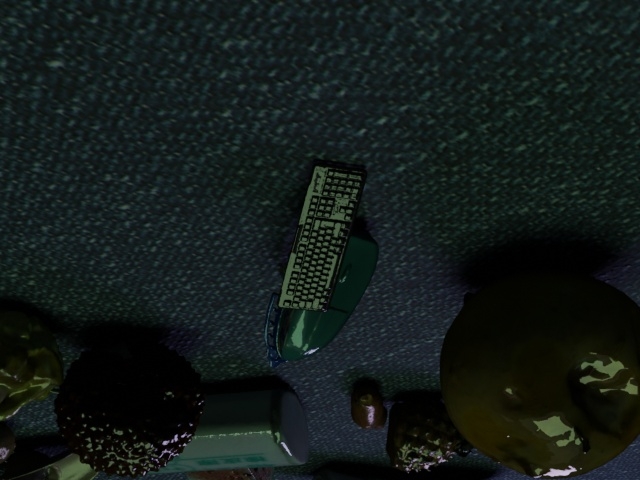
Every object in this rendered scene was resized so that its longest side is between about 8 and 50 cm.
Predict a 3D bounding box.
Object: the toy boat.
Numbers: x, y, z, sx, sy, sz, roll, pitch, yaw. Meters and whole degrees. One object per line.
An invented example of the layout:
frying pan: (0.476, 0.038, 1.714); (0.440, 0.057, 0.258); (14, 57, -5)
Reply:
toy boat: (-0.015, 0.050, 0.938); (0.091, 0.110, 0.175); (17, 105, -34)

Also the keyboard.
keyboard: (0.000, 0.000, 0.838); (0.053, 0.010, 0.155); (6, 120, -15)

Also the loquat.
loquat: (0.237, 0.136, 0.983); (0.244, 0.244, 0.244); (-1, 153, -1)

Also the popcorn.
popcorn: (-0.367, 0.143, 1.077); (0.126, 0.126, 0.145); (-18, 142, -24)

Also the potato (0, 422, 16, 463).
potato: (-0.556, 0.328, 1.468); (0.138, 0.070, 0.091); (-6, 151, 9)

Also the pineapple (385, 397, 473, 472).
pineapple: (0.220, 0.288, 1.399); (0.237, 0.119, 0.111); (-3, 108, -6)

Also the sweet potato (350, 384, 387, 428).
sweet potato: (0.075, 0.258, 1.386); (0.056, 0.056, 0.195); (-7, 157, 10)

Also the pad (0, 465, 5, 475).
pad: (-0.640, 0.327, 1.433); (0.270, 0.012, 0.269); (33, 142, -18)

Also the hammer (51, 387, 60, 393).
hammer: (-0.381, 0.210, 1.298); (0.110, 0.035, 0.019); (18, 149, -17)

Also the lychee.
lychee: (-0.239, 0.208, 1.143); (0.188, 0.188, 0.188); (-1, 153, -1)

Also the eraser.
eraser: (-0.173, 0.288, 1.377); (0.290, 0.104, 0.189); (-7, 156, 12)

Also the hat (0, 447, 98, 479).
hat: (-0.481, 0.380, 1.600); (0.173, 0.144, 0.166); (-46, 149, -10)

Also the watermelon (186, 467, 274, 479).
watermelon: (-0.151, 0.368, 1.569); (0.154, 0.094, 0.241); (10, 151, 0)

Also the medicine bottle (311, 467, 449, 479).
medicine bottle: (0.160, 0.567, 1.808); (0.395, 0.242, 0.242); (18, 149, -9)
